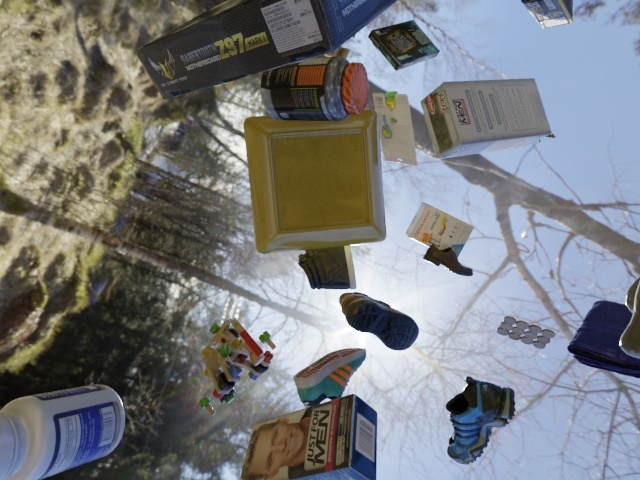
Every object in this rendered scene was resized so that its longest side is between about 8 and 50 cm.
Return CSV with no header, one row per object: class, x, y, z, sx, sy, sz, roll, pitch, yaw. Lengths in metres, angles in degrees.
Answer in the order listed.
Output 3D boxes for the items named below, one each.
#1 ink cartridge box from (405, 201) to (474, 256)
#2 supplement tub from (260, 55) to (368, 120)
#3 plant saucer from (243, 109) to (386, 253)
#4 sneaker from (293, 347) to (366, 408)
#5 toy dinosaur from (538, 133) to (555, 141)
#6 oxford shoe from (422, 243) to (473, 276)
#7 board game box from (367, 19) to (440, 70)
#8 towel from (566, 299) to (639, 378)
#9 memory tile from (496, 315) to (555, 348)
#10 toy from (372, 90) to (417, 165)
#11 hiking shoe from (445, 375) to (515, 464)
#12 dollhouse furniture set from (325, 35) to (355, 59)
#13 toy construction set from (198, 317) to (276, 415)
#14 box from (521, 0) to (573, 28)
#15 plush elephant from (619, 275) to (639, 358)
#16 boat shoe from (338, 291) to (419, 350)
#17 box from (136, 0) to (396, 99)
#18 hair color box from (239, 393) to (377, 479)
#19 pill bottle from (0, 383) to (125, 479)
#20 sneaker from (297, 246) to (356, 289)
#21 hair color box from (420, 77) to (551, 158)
ink cartridge box,0.528,-0.046,1.915,0.171,0.232,0.168,-64,178,8
supplement tub,-0.010,-0.292,0.825,0.117,0.190,0.117,-32,126,-58
plant saucer,-0.003,-0.142,1.011,0.081,0.332,0.333,-148,-128,-81
sneaker,0.042,0.434,1.350,0.108,0.302,0.121,-10,-87,47
toy dinosaur,0.869,-0.455,1.730,0.183,0.092,0.053,64,0,30
oxford shoe,0.548,0.082,1.774,0.096,0.227,0.083,-65,-170,4
board game box,0.231,-0.537,1.165,0.186,0.126,0.026,-31,170,-33
towel,0.922,0.299,1.301,0.227,0.308,0.076,11,-60,43
memory tile,0.630,0.283,1.312,0.113,0.148,0.012,85,29,-50
toy,0.251,-0.363,1.363,0.056,0.237,0.137,-41,-140,-26
hiking shoe,0.382,0.460,1.106,0.113,0.132,0.304,-51,161,-55
dollhouse furniture set,-0.009,-0.656,1.183,0.161,0.212,0.242,35,-74,43
toy construction set,-0.295,0.346,1.380,0.257,0.237,0.309,-25,154,-46
box,0.527,-0.692,0.980,0.079,0.257,0.322,2,-80,39
plush elephant,0.739,0.077,0.774,0.272,0.255,0.330,156,-64,-65
boat shoe,0.184,0.239,1.328,0.122,0.324,0.120,-53,-145,4
box,-0.044,-0.222,0.422,0.232,0.059,0.183,4,-138,38
hair color box,-0.032,0.514,1.037,0.347,0.105,0.174,-29,-151,28
pill bottle,-0.386,0.272,0.597,0.186,0.112,0.112,25,86,-66
sneaker,0.000,0.000,1.157,0.104,0.146,0.296,106,-27,-87
hair color box,0.499,-0.368,1.273,0.113,0.374,0.185,-26,-103,64
